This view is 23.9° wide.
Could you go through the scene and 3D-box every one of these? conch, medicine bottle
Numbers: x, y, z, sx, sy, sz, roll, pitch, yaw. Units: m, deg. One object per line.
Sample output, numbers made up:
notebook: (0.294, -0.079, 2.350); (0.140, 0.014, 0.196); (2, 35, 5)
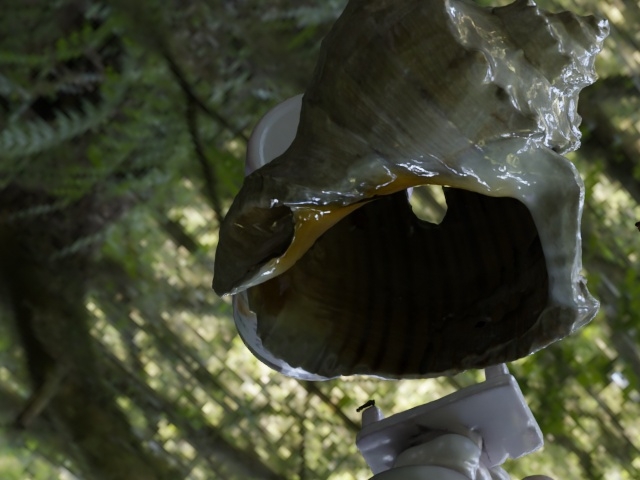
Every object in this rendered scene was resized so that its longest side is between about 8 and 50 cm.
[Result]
conch: (0.078, -0.034, 1.028); (0.186, 0.263, 0.324); (-19, 165, -48)
medicine bottle: (0.000, 0.000, 1.426); (0.165, 0.273, 0.165); (2, -126, -3)

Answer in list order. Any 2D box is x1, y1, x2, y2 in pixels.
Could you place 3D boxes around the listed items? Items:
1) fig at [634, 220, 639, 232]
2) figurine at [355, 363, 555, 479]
fig: (0.332, -0.045, 1.163); (0.149, 0.245, 0.149); (13, -74, 53)
figurine: (0.081, 0.193, 1.049); (0.182, 0.144, 0.257); (-3, -160, 12)
